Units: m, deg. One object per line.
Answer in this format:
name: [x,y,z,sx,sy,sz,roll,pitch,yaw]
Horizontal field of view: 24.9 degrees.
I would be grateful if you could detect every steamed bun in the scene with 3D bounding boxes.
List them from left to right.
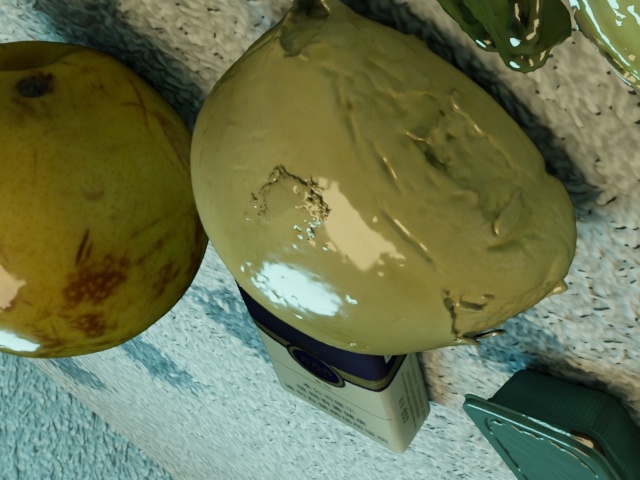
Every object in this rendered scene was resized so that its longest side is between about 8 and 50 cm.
steamed bun: [0.029,-0.025,0.989,0.273,0.166,0.232,42,161,-17]

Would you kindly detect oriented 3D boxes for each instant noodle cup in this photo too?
instant noodle cup: [0.226,0.184,1.290,0.157,0.070,0.179,16,153,46]

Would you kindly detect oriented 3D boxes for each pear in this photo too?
pear: [-0.228,-0.036,1.249,0.280,0.281,0.281,31,160,13]

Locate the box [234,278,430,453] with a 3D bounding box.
box: [0.017,0.107,1.452,0.168,0.071,0.259,27,160,24]

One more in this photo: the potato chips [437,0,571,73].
potato chips: [-0.045,-0.237,0.535,0.389,0.097,0.373,35,154,39]

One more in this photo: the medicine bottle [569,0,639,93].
medicine bottle: [0.181,-0.127,0.538,0.147,0.143,0.147,34,165,11]
